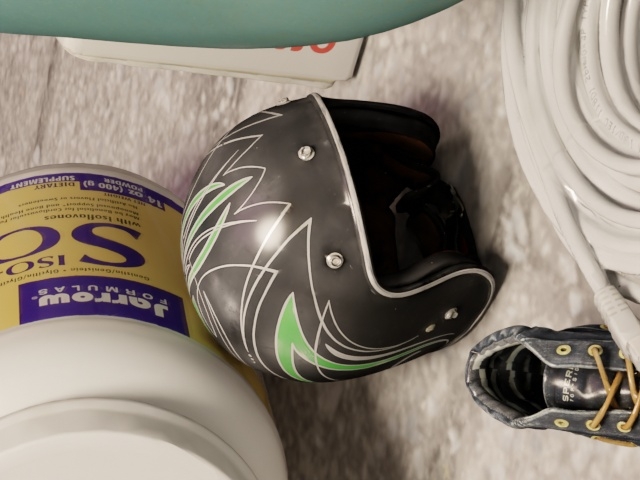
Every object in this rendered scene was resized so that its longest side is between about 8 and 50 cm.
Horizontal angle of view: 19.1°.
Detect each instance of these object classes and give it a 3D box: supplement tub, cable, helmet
[{"bbox_3d":[-0.148,0.118,1.156,0.331,0.241,0.241,-111,34,-63],"label":"supplement tub"},{"bbox_3d":[0.180,-0.097,0.846,0.257,0.089,0.257,-64,37,33],"label":"cable"},{"bbox_3d":[0.000,0.000,1.063,0.169,0.161,0.169,-10,78,57],"label":"helmet"}]

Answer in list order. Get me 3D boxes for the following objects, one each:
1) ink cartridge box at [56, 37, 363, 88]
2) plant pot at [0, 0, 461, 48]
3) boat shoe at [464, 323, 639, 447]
[{"bbox_3d":[-0.051,-0.244,1.135,0.114,0.197,0.273,47,127,52],"label":"ink cartridge box"},{"bbox_3d":[-0.026,-0.219,0.856,0.235,0.293,0.293,13,101,19],"label":"plant pot"},{"bbox_3d":[0.148,0.071,0.890,0.183,0.083,0.065,-4,85,59],"label":"boat shoe"}]
